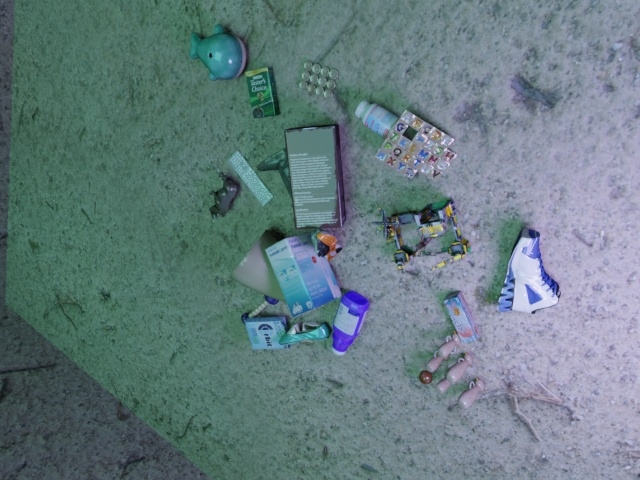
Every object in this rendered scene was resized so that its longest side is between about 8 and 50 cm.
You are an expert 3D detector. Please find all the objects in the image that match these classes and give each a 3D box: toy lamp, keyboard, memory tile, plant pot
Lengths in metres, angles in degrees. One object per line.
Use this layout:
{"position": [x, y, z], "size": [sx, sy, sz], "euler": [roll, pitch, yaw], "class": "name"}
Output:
{"position": [-0.269, 0.300, 2.219], "size": [0.080, 0.080, 0.274], "euler": [50, 122, 5], "class": "toy lamp"}
{"position": [-0.302, -0.268, 2.074], "size": [0.072, 0.014, 0.256], "euler": [-40, 86, 33], "class": "keyboard"}
{"position": [-0.008, -0.598, 1.794], "size": [0.148, 0.012, 0.113], "euler": [25, 118, 19], "class": "memory tile"}
{"position": [-0.203, 0.135, 2.045], "size": [0.274, 0.256, 0.256], "euler": [38, 123, -6], "class": "plant pot"}

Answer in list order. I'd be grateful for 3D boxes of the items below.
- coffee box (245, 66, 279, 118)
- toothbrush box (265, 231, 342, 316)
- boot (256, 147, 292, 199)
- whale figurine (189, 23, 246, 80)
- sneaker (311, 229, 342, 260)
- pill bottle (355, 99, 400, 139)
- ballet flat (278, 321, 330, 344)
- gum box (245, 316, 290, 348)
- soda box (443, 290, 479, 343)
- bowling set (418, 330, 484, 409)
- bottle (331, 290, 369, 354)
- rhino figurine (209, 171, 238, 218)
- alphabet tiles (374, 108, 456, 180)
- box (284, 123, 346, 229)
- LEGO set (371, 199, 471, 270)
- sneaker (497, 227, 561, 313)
{"position": [-0.230, -0.584, 1.905], "size": [0.113, 0.040, 0.184], "euler": [1, 108, 29], "class": "coffee box"}
{"position": [-0.065, 0.130, 1.938], "size": [0.126, 0.216, 0.296], "euler": [-28, 82, 33], "class": "toothbrush box"}
{"position": [-0.148, -0.255, 1.967], "size": [0.189, 0.076, 0.209], "euler": [-22, 102, 35], "class": "boot"}
{"position": [-0.428, -0.742, 1.900], "size": [0.272, 0.141, 0.216], "euler": [26, 118, 20], "class": "whale figurine"}
{"position": [0.000, 0.000, 1.873], "size": [0.099, 0.262, 0.121], "euler": [-43, 73, -2], "class": "sneaker"}
{"position": [0.204, -0.426, 1.692], "size": [0.160, 0.087, 0.087], "euler": [37, 121, 14], "class": "pill bottle"}
{"position": [-0.078, 0.406, 2.137], "size": [0.247, 0.083, 0.087], "euler": [-12, 95, 17], "class": "ballet flat"}
{"position": [-0.241, 0.429, 2.226], "size": [0.184, 0.041, 0.157], "euler": [-5, 116, 14], "class": "gum box"}
{"position": [0.523, 0.284, 1.779], "size": [0.058, 0.063, 0.183], "euler": [-22, 96, 33], "class": "soda box"}
{"position": [0.484, 0.486, 1.848], "size": [0.199, 0.154, 0.287], "euler": [-9, 105, 50], "class": "bowling set"}
{"position": [0.113, 0.354, 2.015], "size": [0.118, 0.092, 0.283], "euler": [28, 119, 25], "class": "bottle"}
{"position": [-0.442, -0.184, 2.147], "size": [0.106, 0.073, 0.243], "euler": [42, 124, 13], "class": "rhino figurine"}
{"position": [0.336, -0.307, 1.654], "size": [0.237, 0.009, 0.198], "euler": [29, 121, -7], "class": "alphabet tiles"}
{"position": [-0.015, -0.240, 1.823], "size": [0.191, 0.143, 0.382], "euler": [-2, 108, 10], "class": "box"}
{"position": [0.352, -0.007, 1.694], "size": [0.331, 0.192, 0.255], "euler": [-1, 107, 30], "class": "LEGO set"}
{"position": [0.711, 0.119, 1.592], "size": [0.182, 0.127, 0.316], "euler": [14, 121, 20], "class": "sneaker"}
